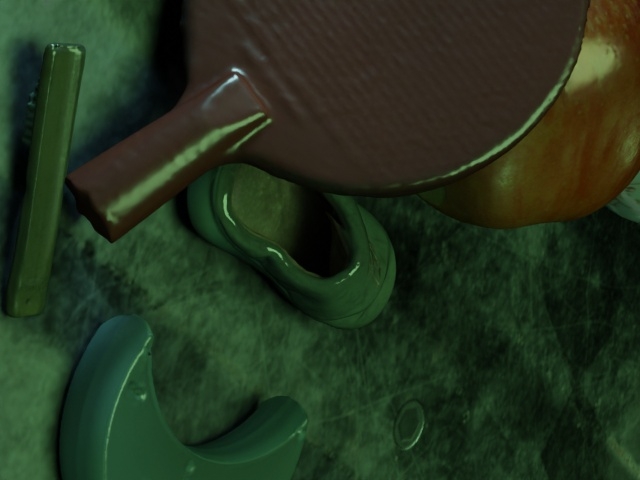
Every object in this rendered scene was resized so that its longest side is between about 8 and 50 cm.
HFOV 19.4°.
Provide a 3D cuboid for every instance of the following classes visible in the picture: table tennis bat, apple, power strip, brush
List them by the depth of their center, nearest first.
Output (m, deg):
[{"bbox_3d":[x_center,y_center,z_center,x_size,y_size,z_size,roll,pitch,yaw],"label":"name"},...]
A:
[{"bbox_3d":[-0.189,-0.041,1.245,0.034,0.027,0.190,-7,114,-46],"label":"brush"},{"bbox_3d":[0.005,-0.135,1.310,0.414,0.268,0.051,-36,173,-13],"label":"table tennis bat"},{"bbox_3d":[-0.101,0.165,1.392,0.253,0.054,0.168,37,74,-49],"label":"power strip"},{"bbox_3d":[0.162,-0.120,1.483,0.242,0.242,0.241,-33,135,-41],"label":"apple"}]

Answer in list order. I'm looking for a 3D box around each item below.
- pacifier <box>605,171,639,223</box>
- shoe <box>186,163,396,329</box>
[{"bbox_3d":[0.302,-0.143,1.704,0.287,0.238,0.226,33,46,-48],"label":"pacifier"},{"bbox_3d":[0.000,0.000,1.430,0.251,0.100,0.103,32,75,-48],"label":"shoe"}]
